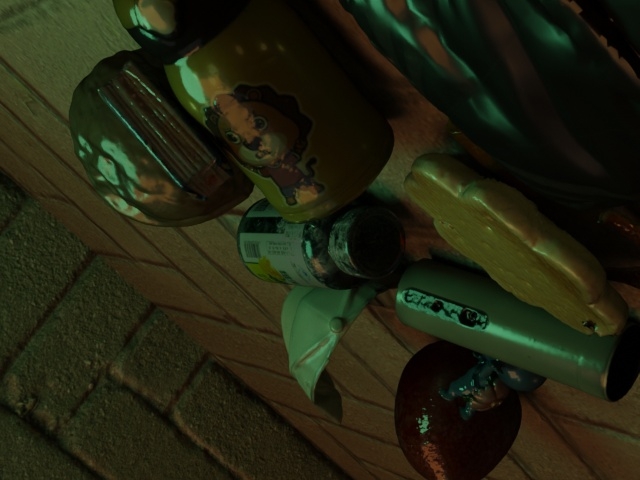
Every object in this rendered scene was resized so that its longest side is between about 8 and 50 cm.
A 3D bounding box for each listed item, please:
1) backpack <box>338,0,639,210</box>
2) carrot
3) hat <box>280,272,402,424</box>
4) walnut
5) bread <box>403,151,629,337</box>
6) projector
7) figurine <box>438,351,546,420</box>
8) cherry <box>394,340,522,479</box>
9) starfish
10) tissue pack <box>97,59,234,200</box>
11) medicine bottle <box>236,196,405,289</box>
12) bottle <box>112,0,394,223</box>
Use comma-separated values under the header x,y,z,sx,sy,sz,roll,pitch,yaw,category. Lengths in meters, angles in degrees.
x,y,z,sx,sy,sz,roll,pitch,yaw,category
0.196,-0.178,0.523,0.363,0.255,0.446,41,174,-13,backpack
0.196,-0.090,1.022,0.139,0.048,0.048,42,160,-24,carrot
0.009,0.119,1.528,0.168,0.257,0.301,40,173,-31,hat
-0.205,-0.137,1.291,0.273,0.227,0.273,36,159,16,walnut
0.224,0.005,1.100,0.316,0.054,0.316,40,175,4,bread
0.262,0.115,1.292,0.338,0.108,0.108,18,154,39,projector
0.258,0.181,1.413,0.114,0.178,0.144,37,-159,-30,figurine
0.218,0.298,1.603,0.206,0.239,0.239,26,160,47,cherry
0.406,0.042,0.984,0.247,0.050,0.138,20,155,20,starfish
-0.175,-0.125,1.098,0.155,0.065,0.115,47,-179,7,tissue pack
0.000,0.000,1.402,0.141,0.141,0.293,45,158,-25,medicine bottle
-0.084,-0.190,1.057,0.351,0.171,0.171,46,158,-27,bottle
